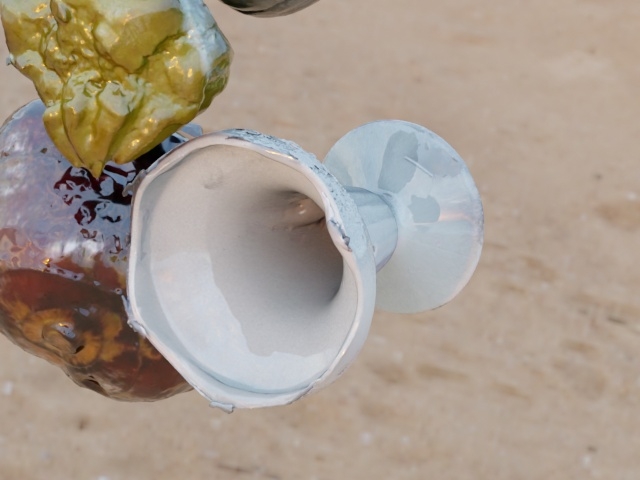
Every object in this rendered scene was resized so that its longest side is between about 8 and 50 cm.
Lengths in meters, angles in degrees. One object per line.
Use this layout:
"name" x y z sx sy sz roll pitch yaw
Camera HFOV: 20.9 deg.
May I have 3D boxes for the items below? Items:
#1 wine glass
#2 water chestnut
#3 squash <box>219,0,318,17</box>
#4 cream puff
"wine glass" 0.000 0.000 1.039 0.165 0.165 0.196 23 25 28
"water chestnut" -0.176 0.002 1.528 0.289 0.244 0.289 32 3 -2
"squash" -0.068 -0.260 1.313 0.172 0.218 0.218 -38 37 -9
"cream puff" -0.120 -0.113 0.967 0.146 0.116 0.146 51 0 0
